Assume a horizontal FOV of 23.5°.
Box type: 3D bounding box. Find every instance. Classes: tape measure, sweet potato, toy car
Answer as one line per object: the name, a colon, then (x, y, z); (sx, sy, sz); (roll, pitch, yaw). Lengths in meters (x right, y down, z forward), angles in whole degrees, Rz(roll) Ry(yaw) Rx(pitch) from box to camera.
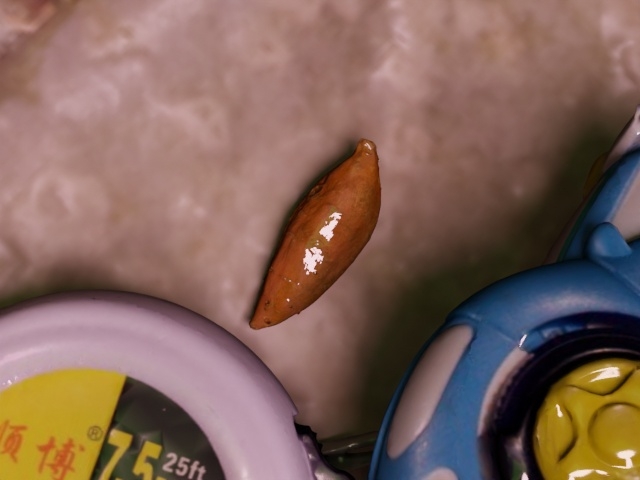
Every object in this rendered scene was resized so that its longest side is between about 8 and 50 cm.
tape measure: (-0.080, 0.111, 0.593); (0.196, 0.105, 0.178); (22, 84, 4)
sweet potato: (0.000, 0.000, 0.655); (0.034, 0.034, 0.095); (34, 88, 5)
toy car: (0.143, 0.037, 0.579); (0.314, 0.198, 0.166); (-23, 65, -7)
